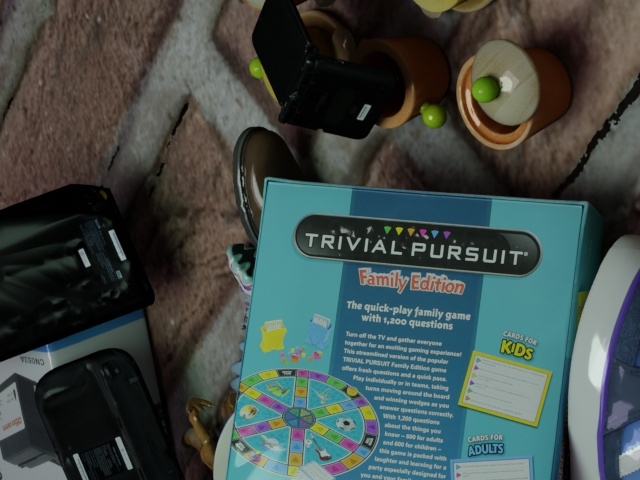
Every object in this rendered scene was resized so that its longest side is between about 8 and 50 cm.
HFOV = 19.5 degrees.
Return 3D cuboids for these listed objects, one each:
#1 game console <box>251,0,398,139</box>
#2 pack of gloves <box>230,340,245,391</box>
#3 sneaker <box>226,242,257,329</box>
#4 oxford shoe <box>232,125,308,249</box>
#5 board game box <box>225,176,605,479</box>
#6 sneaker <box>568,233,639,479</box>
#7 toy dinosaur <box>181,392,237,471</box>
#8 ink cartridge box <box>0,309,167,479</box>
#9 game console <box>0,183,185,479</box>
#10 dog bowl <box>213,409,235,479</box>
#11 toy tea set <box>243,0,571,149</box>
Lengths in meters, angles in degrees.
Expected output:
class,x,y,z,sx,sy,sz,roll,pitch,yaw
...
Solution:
class,x,y,z,sx,sy,sz,roll,pitch,yaw
game console,0.001,-0.139,1.436,0.122,0.107,0.071,121,160,-69
pack of gloves,-0.010,0.190,1.705,0.232,0.046,0.195,-2,105,48
sneaker,-0.062,0.055,1.710,0.098,0.038,0.069,51,136,20
oxford shoe,0.000,0.000,1.595,0.096,0.083,0.227,-19,101,43
board game box,0.065,0.132,1.392,0.254,0.079,0.336,5,82,20
sneaker,0.302,0.167,1.313,0.236,0.130,0.323,9,103,29
toy dinosaur,-0.099,0.196,1.763,0.211,0.064,0.112,27,129,50
ink cartridge box,-0.279,0.167,1.926,0.223,0.129,0.307,4,109,46
game console,-0.239,0.137,1.775,0.213,0.044,0.361,-20,101,6
dog bowl,0.046,0.208,1.553,0.265,0.104,0.265,14,121,25
toy tea set,0.037,-0.166,1.439,0.336,0.124,0.200,14,116,44
